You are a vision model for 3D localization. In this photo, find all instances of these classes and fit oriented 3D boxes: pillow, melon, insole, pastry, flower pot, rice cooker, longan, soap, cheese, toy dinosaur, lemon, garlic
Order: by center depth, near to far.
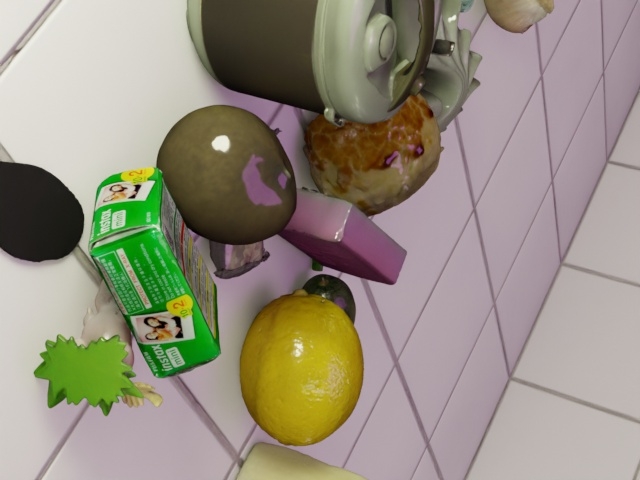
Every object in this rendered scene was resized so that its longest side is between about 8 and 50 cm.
[{"bbox_3d":[-0.392,-0.046,1.227,0.348,0.009,0.119,23,83,-64],"label":"insole"},{"bbox_3d":[-0.308,0.147,1.407,0.177,0.152,0.194,-58,138,-76],"label":"toy dinosaur"},{"bbox_3d":[0.013,-0.346,1.476,0.335,0.325,0.335,-40,138,-47],"label":"rice cooker"},{"bbox_3d":[-0.136,-0.092,1.478,0.220,0.196,0.196,46,61,-34],"label":"longan"},{"bbox_3d":[-0.130,-0.063,1.667,0.169,0.059,0.255,-19,120,-57],"label":"pillow"},{"bbox_3d":[-0.033,0.229,1.832,0.236,0.236,0.263,-42,121,-46],"label":"lemon"},{"bbox_3d":[0.025,-0.008,1.836,0.259,0.181,0.081,39,71,-57],"label":"soap"},{"bbox_3d":[0.107,-0.153,1.859,0.256,0.170,0.237,-25,142,2],"label":"pastry"},{"bbox_3d":[0.172,-0.352,1.962,0.254,0.164,0.367,-51,144,-14],"label":"flower pot"},{"bbox_3d":[0.011,0.133,1.987,0.114,0.114,0.167,-51,149,-37],"label":"melon"},{"bbox_3d":[-0.006,0.519,2.007,0.124,0.265,0.242,-58,150,-32],"label":"cheese"},{"bbox_3d":[0.488,-0.642,2.356,0.313,0.249,0.286,-73,145,-50],"label":"garlic"}]

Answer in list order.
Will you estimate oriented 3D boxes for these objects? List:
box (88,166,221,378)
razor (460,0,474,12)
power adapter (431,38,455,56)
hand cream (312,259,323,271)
[{"bbox_3d":[-0.220,0.042,1.383,0.180,0.103,0.250,-103,172,-58],"label":"box"},{"bbox_3d":[0.232,-0.567,2.057,0.068,0.106,0.232,-54,138,-34],"label":"razor"},{"bbox_3d":[0.122,-0.337,1.675,0.130,0.205,0.125,15,96,-48],"label":"power adapter"},{"bbox_3d":[0.000,0.000,1.989,0.036,0.023,0.122,-15,118,-50],"label":"hand cream"}]
